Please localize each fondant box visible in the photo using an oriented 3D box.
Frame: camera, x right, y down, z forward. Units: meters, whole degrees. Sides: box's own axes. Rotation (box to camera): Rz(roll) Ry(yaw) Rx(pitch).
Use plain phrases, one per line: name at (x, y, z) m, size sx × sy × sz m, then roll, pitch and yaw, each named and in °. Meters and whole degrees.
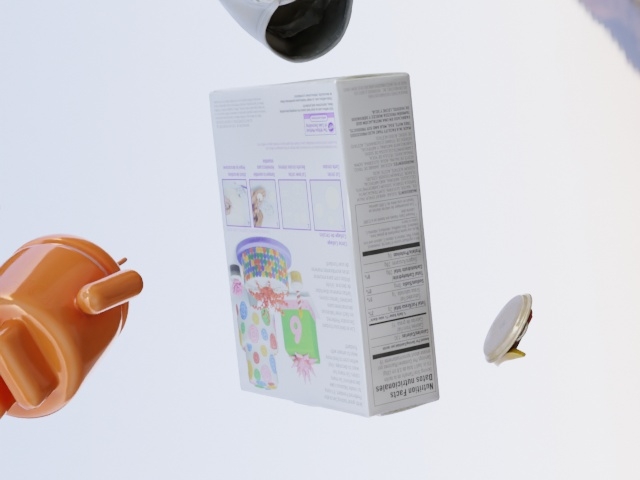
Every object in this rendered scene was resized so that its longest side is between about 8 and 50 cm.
fondant box at (0.000, 0.000, 1.629) m, size 0.096 × 0.238 × 0.330 m, roll -9°, pitch -83°, yaw -34°

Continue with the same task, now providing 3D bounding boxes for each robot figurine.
robot figurine at (-0.245, 0.073, 1.415) m, size 0.158 × 0.128 × 0.219 m, roll -63°, pitch -1°, yaw 29°

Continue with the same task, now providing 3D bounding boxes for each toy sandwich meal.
toy sandwich meal at (0.185, 0.089, 1.525) m, size 0.029 × 0.085 × 0.085 m, roll 31°, pitch -148°, yaw -10°

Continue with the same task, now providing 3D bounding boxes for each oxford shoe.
oxford shoe at (-0.078, -0.316, 1.639) m, size 0.130 × 0.169 × 0.449 m, roll 55°, pitch -173°, yaw 29°
